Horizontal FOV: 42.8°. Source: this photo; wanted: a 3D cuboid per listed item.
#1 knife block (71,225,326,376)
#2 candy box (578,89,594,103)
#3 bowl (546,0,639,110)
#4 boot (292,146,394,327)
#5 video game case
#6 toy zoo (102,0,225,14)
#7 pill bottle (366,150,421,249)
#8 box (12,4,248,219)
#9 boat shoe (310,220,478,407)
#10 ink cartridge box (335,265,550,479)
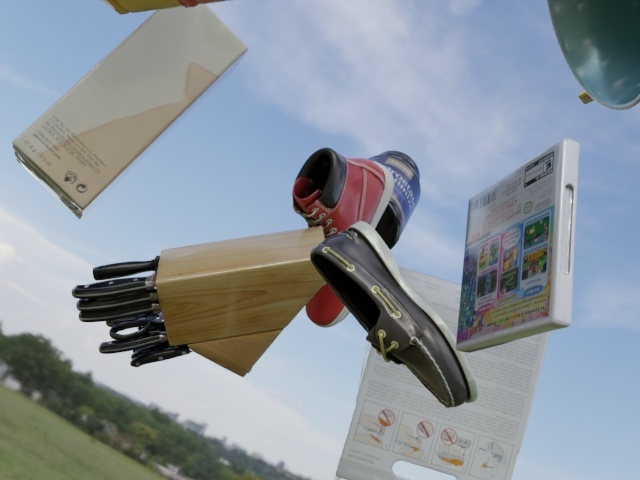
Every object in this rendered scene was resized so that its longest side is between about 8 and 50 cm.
[{"bbox_3d":[-0.155,0.050,1.018,0.242,0.276,0.088,33,20,-21],"label":"knife block"},{"bbox_3d":[0.568,-0.330,1.515,0.027,0.206,0.105,50,-31,-7],"label":"candy box"},{"bbox_3d":[0.452,-0.355,1.134,0.311,0.163,0.312,161,-90,-86],"label":"bowl"},{"bbox_3d":[0.000,0.000,1.097,0.088,0.244,0.176,21,8,32],"label":"boot"},{"bbox_3d":[0.155,0.011,0.659,0.019,0.143,0.157,12,-17,-14],"label":"video game case"},{"bbox_3d":[-0.116,-0.178,0.360,0.192,0.030,0.293,39,-12,-34],"label":"toy zoo"},{"bbox_3d":[0.099,-0.071,1.363,0.122,0.219,0.123,8,-62,16],"label":"pill bottle"},{"bbox_3d":[-0.254,-0.183,1.100,0.121,0.311,0.148,45,-14,-9],"label":"box"},{"bbox_3d":[0.073,0.084,0.844,0.228,0.068,0.081,54,-23,25],"label":"boat shoe"},{"bbox_3d":[0.218,0.271,1.466,0.308,0.385,0.091,18,-8,-4],"label":"ink cartridge box"}]
